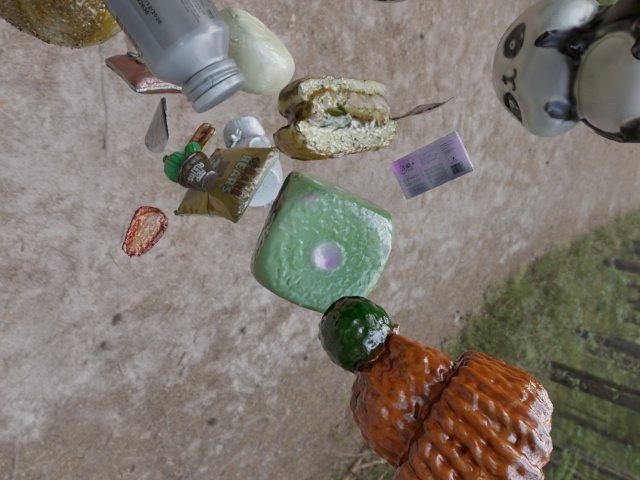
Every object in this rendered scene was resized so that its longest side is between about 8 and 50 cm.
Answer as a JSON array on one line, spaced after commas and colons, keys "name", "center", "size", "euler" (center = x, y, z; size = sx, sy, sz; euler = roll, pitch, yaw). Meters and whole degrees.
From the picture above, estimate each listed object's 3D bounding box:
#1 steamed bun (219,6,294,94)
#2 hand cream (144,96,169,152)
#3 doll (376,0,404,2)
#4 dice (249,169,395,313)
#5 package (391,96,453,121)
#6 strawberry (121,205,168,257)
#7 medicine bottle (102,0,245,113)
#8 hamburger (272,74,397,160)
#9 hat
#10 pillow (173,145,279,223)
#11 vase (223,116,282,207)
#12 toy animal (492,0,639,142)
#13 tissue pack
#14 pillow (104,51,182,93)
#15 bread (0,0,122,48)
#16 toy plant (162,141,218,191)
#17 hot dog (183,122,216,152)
[{"name": "steamed bun", "center": [-0.269, -0.688, 1.766], "size": [0.233, 0.312, 0.334], "euler": [-44, 146, 24]}, {"name": "hand cream", "center": [-0.507, -0.341, 1.467], "size": [0.076, 0.336, 0.121], "euler": [-11, 91, -25]}, {"name": "doll", "center": [0.046, -0.303, 0.419], "size": [0.252, 0.382, 0.379], "euler": [101, -18, -57]}, {"name": "dice", "center": [0.000, 0.000, 1.314], "size": [0.330, 0.322, 0.318], "euler": [-108, -138, -76]}, {"name": "package", "center": [0.329, -0.436, 1.575], "size": [0.154, 0.239, 0.030], "euler": [-29, 107, -16]}, {"name": "strawberry", "center": [-0.602, -0.033, 1.573], "size": [0.121, 0.082, 0.188], "euler": [40, 79, -22]}, {"name": "medicine bottle", "center": [-0.208, -0.306, 0.690], "size": [0.135, 0.135, 0.215], "euler": [-43, 106, -34]}, {"name": "hamburger", "center": [0.015, -0.188, 0.755], "size": [0.262, 0.131, 0.124], "euler": [-18, 93, -51]}, {"name": "hat", "center": [0.147, 0.259, 0.749], "size": [0.285, 0.400, 0.285], "euler": [-55, 170, -14]}, {"name": "pillow", "center": [-0.307, -0.195, 1.532], "size": [0.310, 0.312, 0.119], "euler": [-62, 140, -25]}, {"name": "vase", "center": [-0.295, -0.342, 1.951], "size": [0.250, 0.445, 0.250], "euler": [-10, 134, -11]}, {"name": "toy animal", "center": [0.448, -0.293, 0.785], "size": [0.251, 0.310, 0.251], "euler": [-18, 123, -29]}, {"name": "tissue pack", "center": [0.382, -0.260, 1.600], "size": [0.149, 0.246, 0.092], "euler": [64, 22, -7]}, {"name": "pillow", "center": [-0.385, -0.394, 1.084], "size": [0.179, 0.171, 0.075], "euler": [-18, 141, -41]}, {"name": "bread", "center": [-0.485, -0.477, 0.807], "size": [0.159, 0.305, 0.306], "euler": [-67, 149, -45]}, {"name": "toy plant", "center": [-0.403, -0.229, 1.419], "size": [0.143, 0.200, 0.105], "euler": [-57, 161, 3]}, {"name": "hot dog", "center": [-0.463, -0.380, 1.788], "size": [0.165, 0.071, 0.045], "euler": [-55, 178, 4]}]
